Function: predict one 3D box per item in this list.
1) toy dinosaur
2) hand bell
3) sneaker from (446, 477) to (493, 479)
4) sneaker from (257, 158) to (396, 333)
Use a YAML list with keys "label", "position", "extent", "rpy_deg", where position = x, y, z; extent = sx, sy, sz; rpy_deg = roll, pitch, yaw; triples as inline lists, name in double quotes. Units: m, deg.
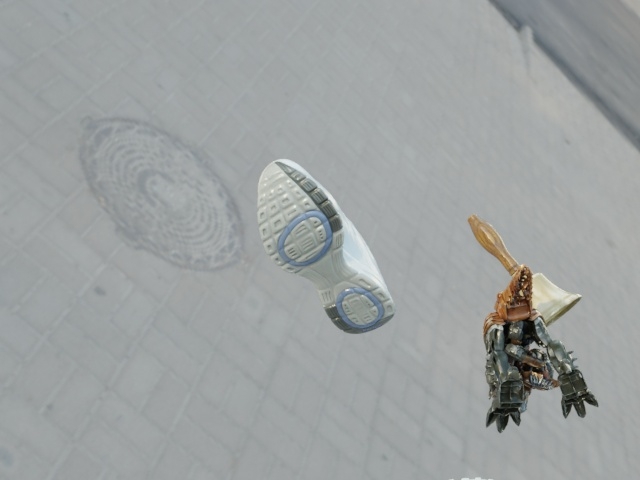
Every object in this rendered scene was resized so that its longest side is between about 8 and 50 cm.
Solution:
- label: "toy dinosaur"
  position: [0.303, 0.172, 1.419]
  extent: [0.322, 0.164, 0.218]
  rpy_deg: [54, 16, -39]
- label: "hand bell"
  position: [0.351, 0.049, 1.672]
  extent: [0.242, 0.126, 0.126]
  rpy_deg: [53, 28, 18]
- label: "sneaker"
  position: [0.131, 0.364, 1.141]
  extent: [0.235, 0.090, 0.094]
  rpy_deg: [-10, 53, -14]
- label: "sneaker"
  position: [0.000, 0.000, 1.247]
  extent: [0.297, 0.111, 0.129]
  rpy_deg: [58, 15, -35]
